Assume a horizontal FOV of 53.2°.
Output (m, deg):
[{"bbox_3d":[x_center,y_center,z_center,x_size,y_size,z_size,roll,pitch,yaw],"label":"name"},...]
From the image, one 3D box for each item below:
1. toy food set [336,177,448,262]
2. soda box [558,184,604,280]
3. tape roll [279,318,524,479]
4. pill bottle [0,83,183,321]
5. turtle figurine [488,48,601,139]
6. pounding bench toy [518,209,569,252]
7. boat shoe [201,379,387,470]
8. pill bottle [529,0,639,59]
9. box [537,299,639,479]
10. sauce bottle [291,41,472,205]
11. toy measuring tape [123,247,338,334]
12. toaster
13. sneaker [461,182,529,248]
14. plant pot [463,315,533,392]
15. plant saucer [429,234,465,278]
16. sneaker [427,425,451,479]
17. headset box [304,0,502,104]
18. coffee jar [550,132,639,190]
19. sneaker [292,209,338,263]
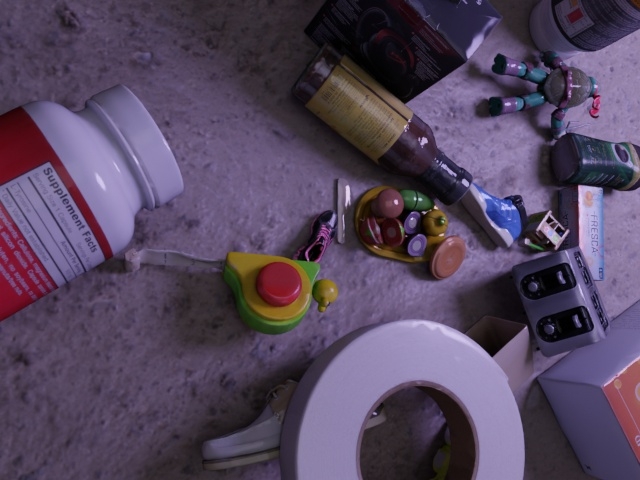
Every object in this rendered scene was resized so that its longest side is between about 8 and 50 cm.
[{"bbox_3d":[0.134,-0.035,1.101,0.217,0.071,0.128,11,80,-18],"label":"toy food set"},{"bbox_3d":[0.504,-0.013,1.238,0.063,0.058,0.183,5,83,-19],"label":"soda box"},{"bbox_3d":[0.131,0.312,0.952,0.392,0.072,0.392,4,80,-22],"label":"tape roll"},{"bbox_3d":[-0.397,-0.037,0.827,0.407,0.229,0.229,-33,95,-21],"label":"pill bottle"},{"bbox_3d":[0.444,-0.292,1.226,0.234,0.118,0.175,0,83,-14],"label":"turtle figurine"},{"bbox_3d":[0.417,-0.003,1.208,0.065,0.052,0.083,44,72,-10],"label":"pounding bench toy"},{"bbox_3d":[-0.045,0.268,0.988,0.302,0.113,0.103,-11,81,-28],"label":"boat shoe"},{"bbox_3d":[0.526,-0.447,1.181,0.162,0.278,0.162,3,83,-20],"label":"pill bottle"},{"bbox_3d":[0.618,0.263,1.186,0.345,0.168,0.215,-29,94,-20],"label":"box"},{"bbox_3d":[0.111,-0.186,1.090,0.344,0.111,0.111,38,73,-12],"label":"sauce bottle"},{"bbox_3d":[-0.133,0.080,0.970,0.330,0.121,0.121,6,82,-13],"label":"toy measuring tape"},{"bbox_3d":[0.428,0.106,1.135,0.185,0.110,0.168,-2,73,-61],"label":"toaster"},{"bbox_3d":[0.324,-0.067,1.178,0.084,0.058,0.152,-44,103,-13],"label":"sneaker"},{"bbox_3d":[0.307,0.209,1.121,0.109,0.109,0.096,-35,107,-20],"label":"plant pot"},{"bbox_3d":[0.228,0.031,1.133,0.083,0.013,0.083,-19,124,-31],"label":"plant saucer"},{"bbox_3d":[0.260,0.389,1.100,0.240,0.091,0.126,-50,119,-18],"label":"sneaker"},{"bbox_3d":[0.126,-0.350,1.018,0.218,0.293,0.110,42,72,-10],"label":"headset box"},{"bbox_3d":[0.552,-0.151,1.256,0.184,0.079,0.096,6,60,-19],"label":"coffee jar"},{"bbox_3d":[0.000,0.000,1.057,0.047,0.057,0.119,31,73,-12],"label":"sneaker"}]
